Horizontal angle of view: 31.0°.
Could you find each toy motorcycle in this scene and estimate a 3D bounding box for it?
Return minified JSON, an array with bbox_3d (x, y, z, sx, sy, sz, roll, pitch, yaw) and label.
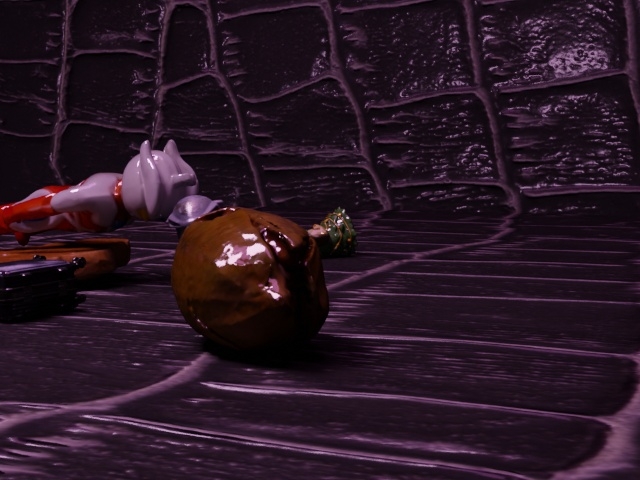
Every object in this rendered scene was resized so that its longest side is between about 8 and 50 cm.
[{"bbox_3d":[-0.145,0.001,1.456,0.080,0.122,0.215,-15,5,3],"label":"toy motorcycle"}]

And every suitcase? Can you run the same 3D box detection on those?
[{"bbox_3d":[-0.325,0.051,1.258,0.086,0.059,0.126,1,5,31],"label":"suitcase"}]

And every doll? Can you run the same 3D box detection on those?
[{"bbox_3d":[0.008,0.008,1.843,0.113,0.076,0.078,-35,-5,-27],"label":"doll"},{"bbox_3d":[-0.316,-0.046,1.537,0.384,0.099,0.188,-15,-2,34],"label":"doll"}]

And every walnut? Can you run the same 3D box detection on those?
[{"bbox_3d":[-0.066,0.037,1.055,0.137,0.137,0.245,-2,15,-20],"label":"walnut"}]

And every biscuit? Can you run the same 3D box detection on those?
[{"bbox_3d":[-0.372,0.036,1.496,0.202,0.047,0.334,0,6,27],"label":"biscuit"}]
